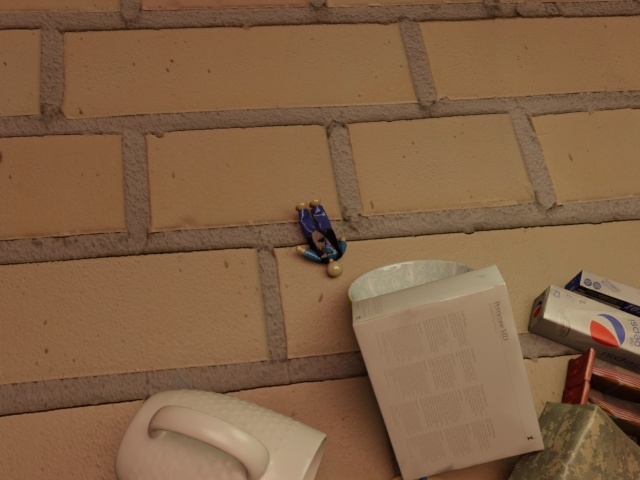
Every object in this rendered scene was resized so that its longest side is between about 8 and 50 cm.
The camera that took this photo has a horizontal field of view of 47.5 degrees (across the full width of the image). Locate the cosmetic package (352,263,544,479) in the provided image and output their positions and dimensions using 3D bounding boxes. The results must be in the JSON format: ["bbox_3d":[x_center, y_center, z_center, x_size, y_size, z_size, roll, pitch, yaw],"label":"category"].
[{"bbox_3d":[0.246,0.261,1.393,0.284,0.377,0.097,-14,21,9],"label":"cosmetic package"}]

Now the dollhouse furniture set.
[{"bbox_3d":[0.654,0.299,1.448,0.201,0.374,0.152,20,68,0],"label":"dollhouse furniture set"}]

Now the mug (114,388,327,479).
[{"bbox_3d":[-0.188,0.392,1.288,0.328,0.374,0.276,21,58,10],"label":"mug"}]

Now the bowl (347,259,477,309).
[{"bbox_3d":[0.211,0.163,1.554,0.289,0.289,0.156,-13,108,-14],"label":"bowl"}]

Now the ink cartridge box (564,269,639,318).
[{"bbox_3d":[0.681,0.138,1.681,0.207,0.097,0.046,19,63,2],"label":"ink cartridge box"}]

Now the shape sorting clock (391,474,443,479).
[{"bbox_3d":[0.195,0.567,1.436,0.206,0.040,0.206,-1,67,1],"label":"shape sorting clock"}]

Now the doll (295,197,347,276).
[{"bbox_3d":[0.000,0.000,1.684,0.129,0.046,0.189,-17,74,-25],"label":"doll"}]

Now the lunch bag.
[{"bbox_3d":[0.537,0.496,1.443,0.287,0.169,0.235,43,65,-14],"label":"lunch bag"}]

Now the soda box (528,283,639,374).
[{"bbox_3d":[0.627,0.203,1.643,0.286,0.098,0.091,22,63,2],"label":"soda box"}]
